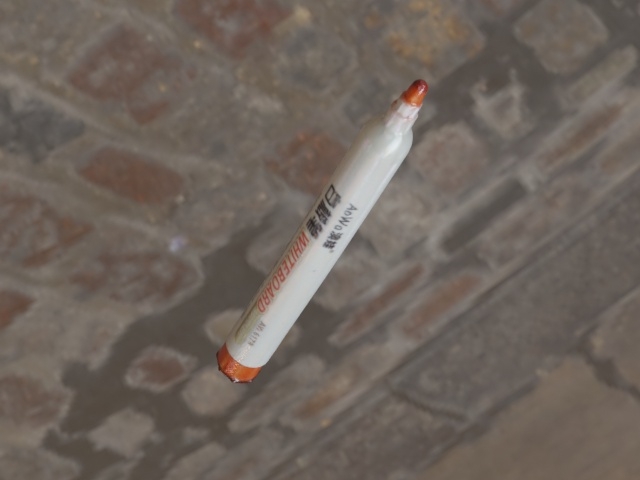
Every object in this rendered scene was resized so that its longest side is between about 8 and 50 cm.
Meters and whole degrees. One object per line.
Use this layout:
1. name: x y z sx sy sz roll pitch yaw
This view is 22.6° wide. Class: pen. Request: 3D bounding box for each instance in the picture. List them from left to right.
1. pen: 0.000 0.000 0.747 0.026 0.026 0.218 -6 147 -33
